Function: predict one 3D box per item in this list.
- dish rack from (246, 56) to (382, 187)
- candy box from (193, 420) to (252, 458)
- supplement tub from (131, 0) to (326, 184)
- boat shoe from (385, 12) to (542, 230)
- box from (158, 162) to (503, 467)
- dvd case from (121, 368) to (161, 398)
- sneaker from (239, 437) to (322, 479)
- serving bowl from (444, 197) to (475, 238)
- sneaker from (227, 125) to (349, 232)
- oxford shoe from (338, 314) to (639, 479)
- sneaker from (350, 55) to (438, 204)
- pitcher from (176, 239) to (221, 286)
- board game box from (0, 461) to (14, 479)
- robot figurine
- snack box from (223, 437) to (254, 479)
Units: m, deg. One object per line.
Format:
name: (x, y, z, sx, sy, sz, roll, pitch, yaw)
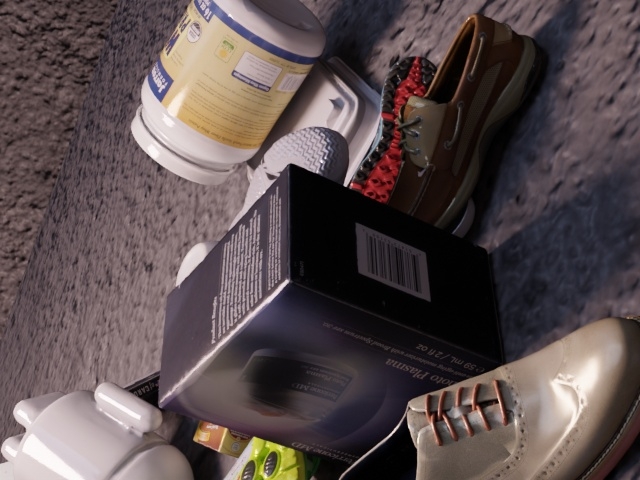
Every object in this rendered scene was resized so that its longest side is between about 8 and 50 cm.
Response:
dish rack: (-0.029, -0.164, 1.900, 0.285, 0.072, 0.333, -60, 25, 14)
candy box: (-0.129, 0.240, 1.776, 0.109, 0.053, 0.187, 0, 71, 61)
supplement tub: (-0.159, -0.272, 1.896, 0.316, 0.228, 0.228, -55, 28, 23)
boat shoe: (0.150, -0.140, 1.439, 0.324, 0.120, 0.122, -60, 23, -3)
box: (0.007, 0.106, 1.350, 0.294, 0.296, 0.183, -44, 34, 40)
dvd case: (-0.347, 0.277, 2.048, 0.238, 0.179, 0.029, -27, 88, 53)
sneaker: (-0.037, 0.288, 1.484, 0.109, 0.123, 0.295, -21, 45, 28)
serving bowl: (0.169, -0.023, 1.446, 0.083, 0.027, 0.083, -43, 26, 28)
sneaker: (0.000, 0.000, 1.503, 0.366, 0.210, 0.137, -59, 36, 39)
oxford shoe: (0.171, 0.196, 1.131, 0.397, 0.146, 0.140, -48, 31, 33)
sneaker: (0.119, -0.127, 1.588, 0.125, 0.104, 0.262, -39, -32, -75)
pitcher: (-0.090, 0.064, 1.669, 0.178, 0.207, 0.125, -47, 33, 33)
board game box: (-0.512, 0.570, 1.980, 0.224, 0.097, 0.303, 93, 157, -47)
robot figurine: (-0.345, 0.374, 1.814, 0.353, 0.200, 0.300, 29, 111, 24)
snack box: (-0.116, 0.356, 1.640, 0.141, 0.037, 0.100, -56, 7, 20)
